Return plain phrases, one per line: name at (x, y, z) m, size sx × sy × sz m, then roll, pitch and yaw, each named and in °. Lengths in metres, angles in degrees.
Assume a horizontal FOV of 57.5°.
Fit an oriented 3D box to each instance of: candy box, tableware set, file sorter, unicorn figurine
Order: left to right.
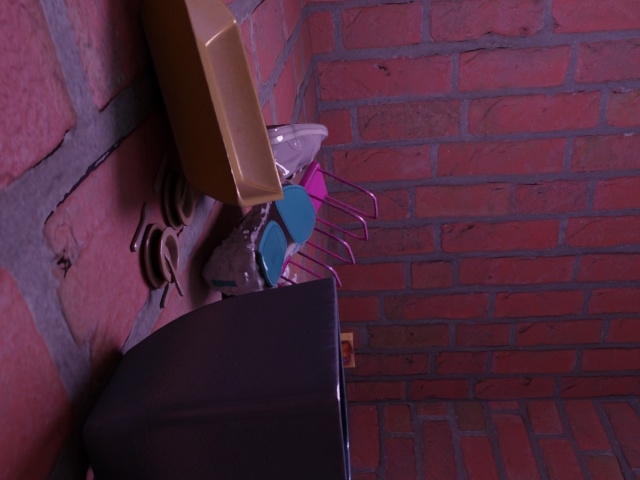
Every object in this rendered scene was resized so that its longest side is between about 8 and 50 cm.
tableware set at (-0.198, -0.020, 0.806) m, size 0.128 × 0.039 × 0.194 m, roll 81°, pitch 9°, yaw -47°
unicorn figurine at (-0.101, 0.087, 1.620) m, size 0.162 × 0.060 × 0.111 m, roll -20°, pitch 109°, yaw -67°
file sorter at (0.000, 0.000, 1.422) m, size 0.290 × 0.182 × 0.202 m, roll -61°, pitch 165°, yaw -11°
candy box at (0.019, 0.370, 1.938) m, size 0.053 × 0.187 × 0.109 m, roll -84°, pitch 169°, yaw -69°

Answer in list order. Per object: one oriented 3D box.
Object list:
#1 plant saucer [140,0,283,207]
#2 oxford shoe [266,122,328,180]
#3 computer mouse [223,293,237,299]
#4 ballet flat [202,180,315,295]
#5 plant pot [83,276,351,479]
plant saucer at (-0.159, -0.207, 0.875) m, size 0.333 × 0.081 × 0.332 m, roll -48°, pitch 123°, yaw -82°
oxford shoe at (-0.086, -0.210, 1.366) m, size 0.449 × 0.169 × 0.130 m, roll -49°, pitch 133°, yaw -71°
computer mouse at (-0.137, 0.124, 1.214) m, size 0.184 × 0.060 × 0.262 m, roll -85°, pitch 170°, yaw -46°
ballet flat at (-0.117, -0.012, 1.110) m, size 0.409 × 0.147 × 0.147 m, roll -59°, pitch 147°, yaw -67°
plant pot at (-0.097, 0.205, 0.627) m, size 0.248 × 0.252 × 0.247 m, roll -89°, pitch 175°, yaw -69°
